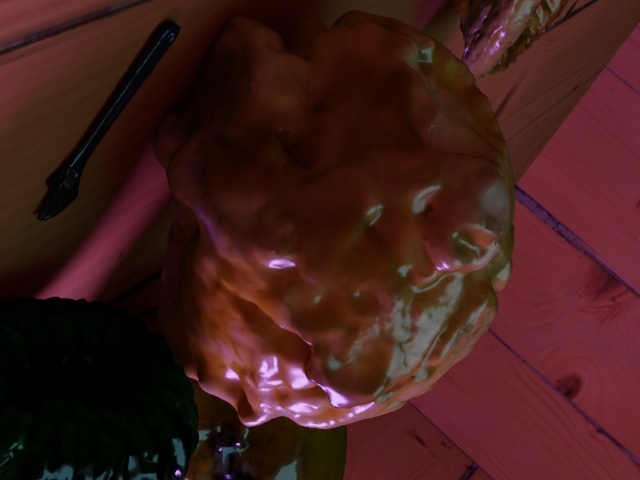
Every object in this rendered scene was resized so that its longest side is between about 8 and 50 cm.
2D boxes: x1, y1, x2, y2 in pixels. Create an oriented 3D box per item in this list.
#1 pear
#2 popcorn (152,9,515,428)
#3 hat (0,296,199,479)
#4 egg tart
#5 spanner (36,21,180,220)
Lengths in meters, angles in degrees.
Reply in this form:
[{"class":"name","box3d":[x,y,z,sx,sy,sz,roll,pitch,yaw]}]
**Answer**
[{"class":"pear","box3d":[-0.146,0.232,1.330,0.352,0.352,0.413,-42,178,-26]},{"class":"popcorn","box3d":[0.022,-0.015,1.063,0.354,0.344,0.390,-34,142,-39]},{"class":"hat","box3d":[-0.290,0.214,1.023,0.274,0.242,0.332,14,125,-44]},{"class":"egg tart","box3d":[0.263,-0.346,1.407,0.319,0.128,0.319,-46,170,-10]},{"class":"spanner","box3d":[-0.177,-0.096,0.929,0.208,0.012,0.046,-52,168,17]}]
